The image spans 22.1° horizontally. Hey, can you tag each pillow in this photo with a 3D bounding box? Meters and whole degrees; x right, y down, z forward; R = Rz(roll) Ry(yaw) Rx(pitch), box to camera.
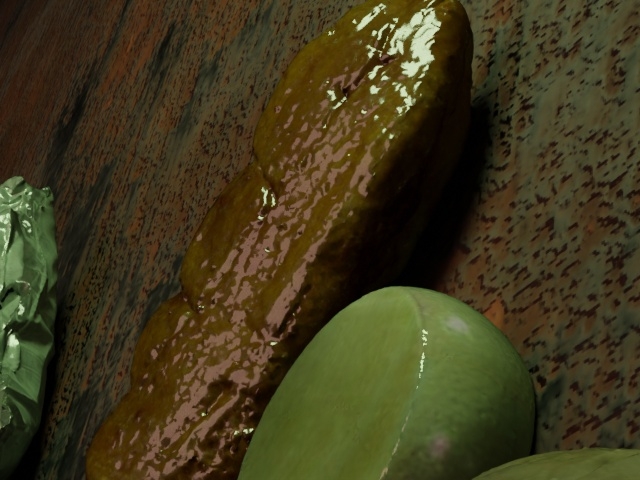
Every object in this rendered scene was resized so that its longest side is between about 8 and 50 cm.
[{"bbox_3d":[-0.308,0.135,1.264,0.310,0.138,0.283,-48,28,28],"label":"pillow"}]

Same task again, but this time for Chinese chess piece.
[{"bbox_3d":[0.023,0.088,0.645,0.144,0.058,0.144,-47,24,29],"label":"Chinese chess piece"}]

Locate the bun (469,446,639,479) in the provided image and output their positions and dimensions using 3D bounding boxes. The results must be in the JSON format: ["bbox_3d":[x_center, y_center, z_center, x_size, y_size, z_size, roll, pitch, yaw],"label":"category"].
[{"bbox_3d":[0.064,0.123,0.408,0.166,0.113,0.173,-60,22,1],"label":"bun"}]

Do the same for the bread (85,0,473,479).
[{"bbox_3d":[-0.001,-0.001,0.789,0.124,0.084,0.344,23,83,48],"label":"bread"}]
